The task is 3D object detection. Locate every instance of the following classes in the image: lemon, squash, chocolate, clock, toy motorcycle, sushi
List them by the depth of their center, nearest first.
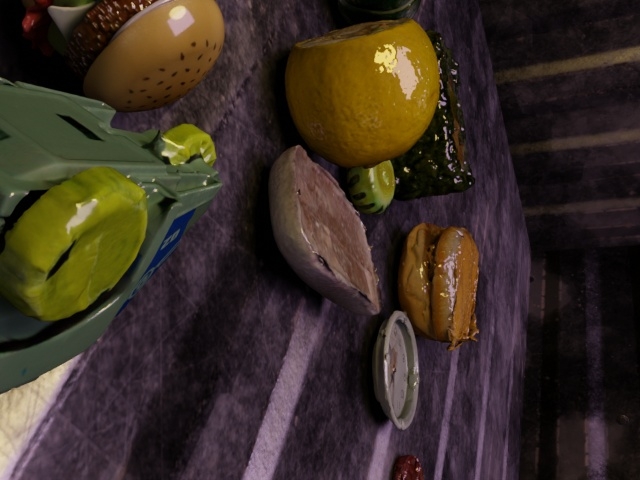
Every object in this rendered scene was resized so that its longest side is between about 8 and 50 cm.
[{"bbox_3d":[-0.193,-0.009,0.493,0.199,0.191,0.326,-59,167,12],"label":"toy motorcycle"},{"bbox_3d":[0.000,0.000,1.004,0.303,0.101,0.185,48,34,-56],"label":"chocolate"},{"bbox_3d":[0.069,-0.221,1.027,0.240,0.241,0.219,-49,133,-57],"label":"lemon"},{"bbox_3d":[0.109,-0.497,1.231,0.218,0.173,0.218,-6,90,-65],"label":"squash"},{"bbox_3d":[0.147,0.259,1.326,0.236,0.053,0.236,-3,90,-67],"label":"clock"},{"bbox_3d":[0.220,-0.262,1.425,0.294,0.178,0.351,0,83,-68],"label":"sushi"}]

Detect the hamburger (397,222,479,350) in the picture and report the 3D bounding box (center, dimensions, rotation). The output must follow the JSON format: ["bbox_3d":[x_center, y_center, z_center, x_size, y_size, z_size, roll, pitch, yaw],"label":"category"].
[{"bbox_3d":[0.272,0.105,1.495,0.319,0.158,0.318,-4,90,-66],"label":"hamburger"}]

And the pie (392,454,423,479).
[{"bbox_3d":[0.182,0.526,1.378,0.153,0.038,0.153,9,80,-62],"label":"pie"}]

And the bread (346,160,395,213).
[{"bbox_3d":[0.094,-0.116,1.254,0.139,0.071,0.130,-42,120,-58],"label":"bread"}]

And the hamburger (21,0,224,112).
[{"bbox_3d":[-0.162,-0.191,0.588,0.137,0.175,0.175,54,29,-1],"label":"hamburger"}]
